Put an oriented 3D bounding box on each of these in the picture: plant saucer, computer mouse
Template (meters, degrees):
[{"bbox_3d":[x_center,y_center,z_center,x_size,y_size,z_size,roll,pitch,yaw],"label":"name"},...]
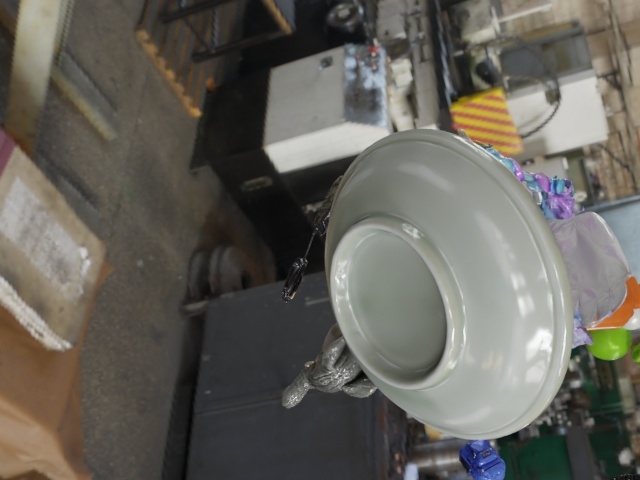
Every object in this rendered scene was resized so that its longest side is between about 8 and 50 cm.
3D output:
[{"bbox_3d":[0.114,0.067,1.023,0.100,0.400,0.401,-16,93,-36],"label":"plant saucer"},{"bbox_3d":[0.000,0.000,1.396,0.242,0.041,0.071,-63,-166,-5],"label":"computer mouse"}]

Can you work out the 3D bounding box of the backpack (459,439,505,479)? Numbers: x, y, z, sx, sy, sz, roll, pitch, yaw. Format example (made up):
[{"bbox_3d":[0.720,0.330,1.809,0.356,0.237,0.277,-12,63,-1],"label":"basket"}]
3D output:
[{"bbox_3d":[0.443,0.605,2.262,0.120,0.097,0.101,56,-14,37],"label":"backpack"}]

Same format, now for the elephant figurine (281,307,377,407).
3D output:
[{"bbox_3d":[0.052,0.232,1.618,0.239,0.169,0.186,-52,160,-31],"label":"elephant figurine"}]

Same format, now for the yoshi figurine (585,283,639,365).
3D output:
[{"bbox_3d":[0.768,0.212,1.935,0.203,0.361,0.203,103,-2,-71],"label":"yoshi figurine"}]

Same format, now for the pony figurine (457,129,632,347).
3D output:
[{"bbox_3d":[0.317,0.034,1.257,0.363,0.302,0.351,32,40,-46],"label":"pony figurine"}]

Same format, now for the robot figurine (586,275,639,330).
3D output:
[{"bbox_3d":[0.520,0.112,1.626,0.158,0.219,0.128,-157,-113,-74],"label":"robot figurine"}]

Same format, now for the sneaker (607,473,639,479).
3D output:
[{"bbox_3d":[0.723,0.550,1.777,0.124,0.283,0.107,46,22,-40],"label":"sneaker"}]
